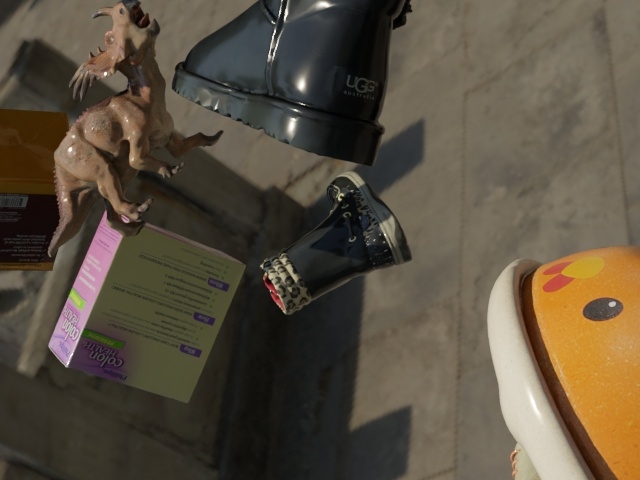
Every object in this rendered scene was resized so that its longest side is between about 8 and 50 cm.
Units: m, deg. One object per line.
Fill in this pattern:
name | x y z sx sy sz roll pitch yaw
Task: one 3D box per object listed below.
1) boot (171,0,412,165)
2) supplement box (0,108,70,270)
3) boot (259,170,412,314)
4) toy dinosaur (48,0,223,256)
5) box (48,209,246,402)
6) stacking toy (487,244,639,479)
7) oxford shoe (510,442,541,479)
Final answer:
boot | -0.005 -0.171 0.717 0.246 0.094 0.207 31 106 61
supplement box | -0.442 -0.065 1.482 0.194 0.191 0.129 121 141 -46
boot | 0.000 -0.001 1.425 0.179 0.085 0.236 -27 27 -6
toy dinosaur | -0.256 -0.126 1.335 0.295 0.200 0.127 -50 1 3
box | -0.272 0.102 1.744 0.117 0.214 0.243 23 90 60
stacking toy | 0.403 0.064 0.849 0.480 0.350 0.350 -34 34 21
oxford shoe | 0.286 0.329 1.390 0.146 0.140 0.397 27 43 35
